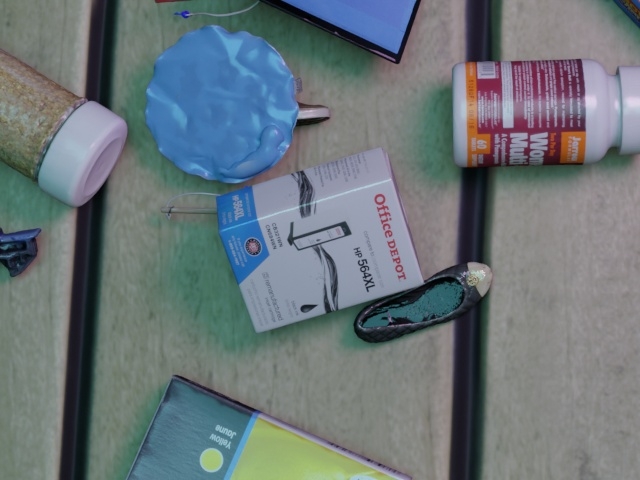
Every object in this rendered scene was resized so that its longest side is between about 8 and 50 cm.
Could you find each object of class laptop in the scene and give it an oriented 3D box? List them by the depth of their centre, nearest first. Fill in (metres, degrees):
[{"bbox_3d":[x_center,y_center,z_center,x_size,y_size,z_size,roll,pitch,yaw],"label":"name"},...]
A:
[{"bbox_3d":[0.042,-0.379,1.867,0.234,0.136,0.264,24,110,-8],"label":"laptop"}]

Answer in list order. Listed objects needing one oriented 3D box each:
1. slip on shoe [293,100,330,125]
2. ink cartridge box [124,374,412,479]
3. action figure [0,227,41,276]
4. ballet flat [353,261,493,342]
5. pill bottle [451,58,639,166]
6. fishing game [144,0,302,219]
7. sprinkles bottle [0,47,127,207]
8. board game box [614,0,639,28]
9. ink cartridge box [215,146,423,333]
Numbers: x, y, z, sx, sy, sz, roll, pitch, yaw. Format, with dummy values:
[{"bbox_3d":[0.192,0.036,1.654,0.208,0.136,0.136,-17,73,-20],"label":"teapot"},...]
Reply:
[{"bbox_3d":[-0.056,-0.157,1.928,0.135,0.051,0.041,-2,85,13],"label":"slip on shoe"},{"bbox_3d":[-0.093,0.351,1.876,0.303,0.072,0.307,23,85,6],"label":"ink cartridge box"},{"bbox_3d":[-0.483,0.084,1.883,0.341,0.178,0.330,-17,93,5],"label":"action figure"},{"bbox_3d":[0.120,0.075,1.891,0.173,0.049,0.057,-26,84,2],"label":"ballet flat"},{"bbox_3d":[0.260,-0.145,1.863,0.221,0.121,0.121,-1,85,5],"label":"pill bottle"},{"bbox_3d":[-0.111,-0.158,1.897,0.189,0.041,0.264,-3,96,15],"label":"fishing game"},{"bbox_3d":[-0.403,-0.175,1.923,0.355,0.121,0.121,30,88,7],"label":"sprinkles bottle"},{"bbox_3d":[0.493,-0.340,1.878,0.308,0.086,0.302,-43,83,0],"label":"board game box"},{"bbox_3d":[0.000,0.000,1.859,0.203,0.086,0.148,-17,119,4],"label":"ink cartridge box"}]
